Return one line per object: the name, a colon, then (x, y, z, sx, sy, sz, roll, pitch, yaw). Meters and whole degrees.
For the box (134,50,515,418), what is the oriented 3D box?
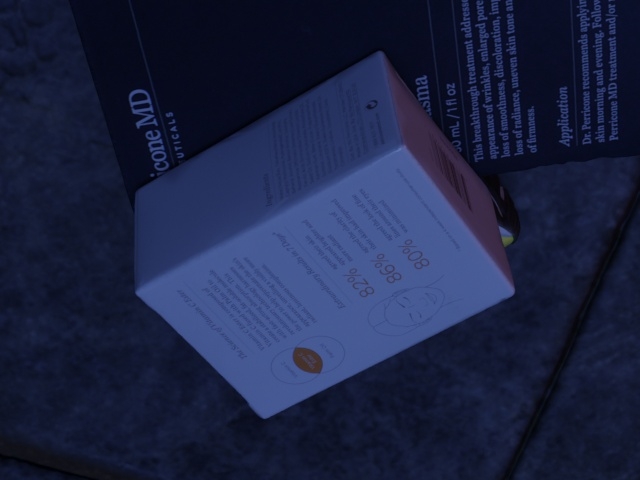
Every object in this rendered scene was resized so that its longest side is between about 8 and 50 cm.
box: (0.000, 0.000, 0.848, 0.170, 0.091, 0.130, -27, 129, 17)

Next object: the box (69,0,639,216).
box: (0.012, -0.206, 0.850, 0.312, 0.179, 0.343, -9, 130, 1)

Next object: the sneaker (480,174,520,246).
sneaker: (0.034, -0.030, 1.038, 0.208, 0.081, 0.094, 20, 121, -4)
